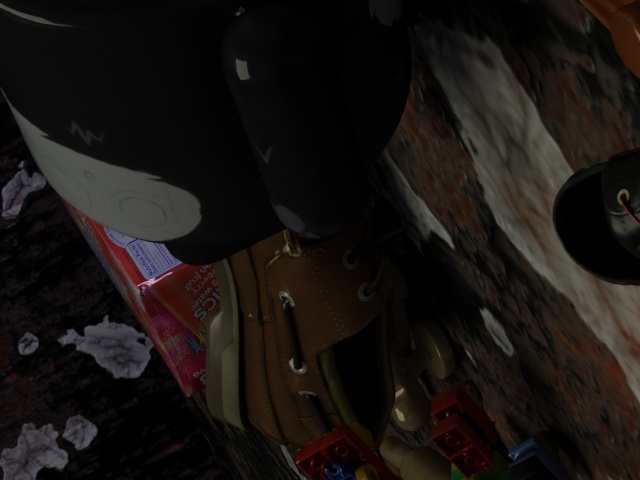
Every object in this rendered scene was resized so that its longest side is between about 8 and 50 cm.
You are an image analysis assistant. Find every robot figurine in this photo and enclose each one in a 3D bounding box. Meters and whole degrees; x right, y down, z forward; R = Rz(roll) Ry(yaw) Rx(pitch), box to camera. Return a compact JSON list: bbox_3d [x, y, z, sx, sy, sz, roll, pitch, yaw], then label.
[{"bbox_3d":[-0.052,-0.110,0.703,0.209,0.173,0.278,17,150,22],"label":"robot figurine"}]

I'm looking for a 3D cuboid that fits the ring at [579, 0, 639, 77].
[{"bbox_3d":[0.049,-0.170,0.423,0.336,0.032,0.336,58,169,19],"label":"ring"}]

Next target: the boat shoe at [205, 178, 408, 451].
[{"bbox_3d":[0.000,0.000,0.973,0.104,0.111,0.307,21,142,20],"label":"boat shoe"}]

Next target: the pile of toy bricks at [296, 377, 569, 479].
[{"bbox_3d":[0.088,0.141,0.939,0.212,0.118,0.105,48,-156,-24],"label":"pile of toy bricks"}]

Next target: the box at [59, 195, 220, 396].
[{"bbox_3d":[-0.112,-0.022,1.344,0.257,0.128,0.122,50,165,45],"label":"box"}]

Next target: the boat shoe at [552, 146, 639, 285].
[{"bbox_3d":[0.109,-0.008,0.540,0.049,0.042,0.133,64,168,-4],"label":"boat shoe"}]

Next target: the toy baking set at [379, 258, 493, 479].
[{"bbox_3d":[0.051,0.082,1.116,0.256,0.030,0.197,23,136,64],"label":"toy baking set"}]

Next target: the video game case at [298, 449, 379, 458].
[{"bbox_3d":[0.026,0.217,1.605,0.204,0.025,0.285,65,169,-22],"label":"video game case"}]
